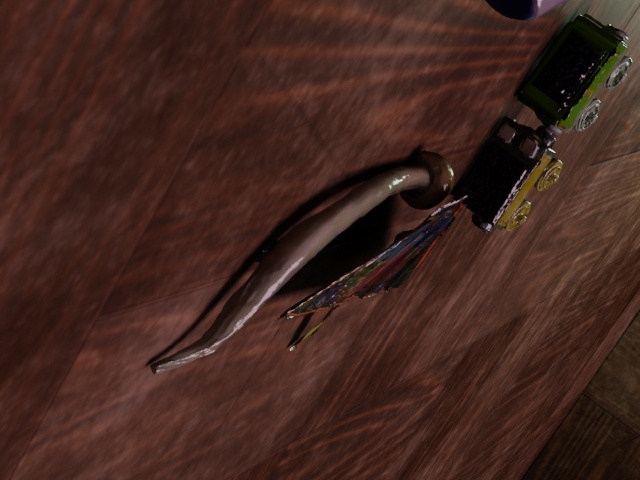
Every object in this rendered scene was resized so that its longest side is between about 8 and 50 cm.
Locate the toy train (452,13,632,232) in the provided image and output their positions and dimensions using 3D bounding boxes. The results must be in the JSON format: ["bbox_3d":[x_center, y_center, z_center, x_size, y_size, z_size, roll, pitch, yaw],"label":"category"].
[{"bbox_3d":[0.183,-0.094,1.237,0.202,0.060,0.081,-56,156,10],"label":"toy train"}]

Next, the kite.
[{"bbox_3d":[0.035,0.023,1.085,0.183,0.014,0.241,-43,168,25],"label":"kite"}]

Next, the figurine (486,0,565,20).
[{"bbox_3d":[0.212,-0.239,0.915,0.274,0.133,0.194,-20,134,-39],"label":"figurine"}]

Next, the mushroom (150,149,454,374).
[{"bbox_3d":[0.003,0.001,0.982,0.306,0.043,0.068,-33,135,-46],"label":"mushroom"}]
